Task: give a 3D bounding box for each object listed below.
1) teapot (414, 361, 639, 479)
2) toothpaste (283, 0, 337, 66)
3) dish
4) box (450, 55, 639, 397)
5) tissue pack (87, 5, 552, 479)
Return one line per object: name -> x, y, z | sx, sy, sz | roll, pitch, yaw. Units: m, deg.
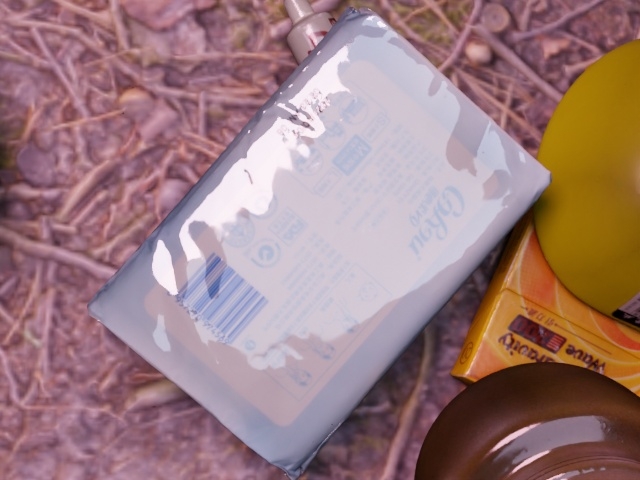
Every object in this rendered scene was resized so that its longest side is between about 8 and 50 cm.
teapot -> 0.171, 0.187, 0.581 | 0.268, 0.175, 0.185 | 10, 102, -5
toothpaste -> 0.032, -0.079, 0.686 | 0.060, 0.038, 0.233 | -28, 90, -2
dish -> 0.288, -0.028, 0.647 | 0.262, 0.108, 0.221 | 36, 77, -6
box -> 0.218, 0.013, 0.703 | 0.152, 0.043, 0.269 | 28, 78, -6
tissue pack -> 0.000, 0.000, 0.627 | 0.177, 0.089, 0.263 | 41, 87, -4
